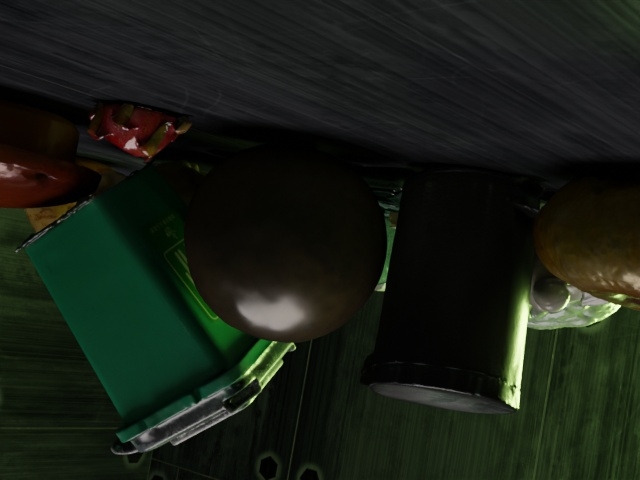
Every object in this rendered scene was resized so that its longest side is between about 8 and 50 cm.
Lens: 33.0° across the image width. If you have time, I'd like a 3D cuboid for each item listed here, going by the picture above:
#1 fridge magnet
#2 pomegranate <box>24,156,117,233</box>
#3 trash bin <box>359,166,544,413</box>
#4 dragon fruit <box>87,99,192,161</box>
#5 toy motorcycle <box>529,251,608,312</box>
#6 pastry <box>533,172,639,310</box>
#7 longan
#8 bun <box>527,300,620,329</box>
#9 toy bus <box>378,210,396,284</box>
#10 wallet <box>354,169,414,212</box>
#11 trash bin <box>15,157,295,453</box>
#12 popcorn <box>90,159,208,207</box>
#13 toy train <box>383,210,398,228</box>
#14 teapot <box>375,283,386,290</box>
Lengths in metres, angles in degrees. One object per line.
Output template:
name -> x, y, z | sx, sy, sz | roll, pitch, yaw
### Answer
fridge magnet -> -0.501, -0.131, 1.583 | 0.364, 0.155, 0.363 | 10, 176, 1
pomegranate -> -0.509, -0.082, 2.263 | 0.215, 0.215, 0.215 | 10, 177, 1
trash bin -> 0.186, 0.071, 1.486 | 0.252, 0.301, 0.203 | -4, 161, 43
dragon fruit -> -0.243, -0.141, 1.427 | 0.126, 0.068, 0.112 | 12, 177, -18
toy motorcycle -> 0.356, 0.029, 1.595 | 0.341, 0.107, 0.223 | 5, -143, 47
pastry -> 0.429, 0.010, 1.304 | 0.356, 0.163, 0.356 | 15, 179, 0
longan -> -0.047, 0.000, 1.506 | 0.297, 0.297, 0.297 | 10, 177, 1
bun -> 0.407, 0.069, 2.057 | 0.355, 0.194, 0.354 | 11, 175, 1
toy bus -> 0.000, 0.000, 1.837 | 0.194, 0.161, 0.323 | 15, -169, 26
wallet -> 0.104, -0.076, 1.692 | 0.160, 0.055, 0.236 | 21, 171, -39
trash bin -> -0.258, 0.102, 1.645 | 0.295, 0.381, 0.259 | -31, -174, 27
popcorn -> -0.255, 0.053, 1.955 | 0.344, 0.390, 0.354 | -5, -173, 27
toy train -> 0.200, -0.044, 1.797 | 0.188, 0.072, 0.099 | 7, -178, 32
teapot -> 0.195, 0.005, 2.334 | 0.178, 0.221, 0.163 | 1, -140, -22
